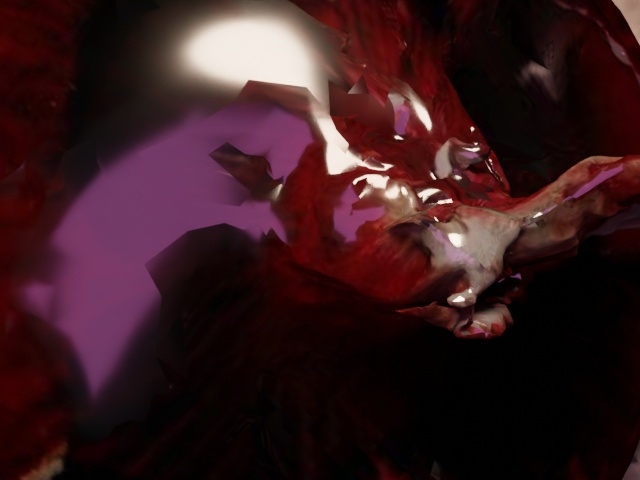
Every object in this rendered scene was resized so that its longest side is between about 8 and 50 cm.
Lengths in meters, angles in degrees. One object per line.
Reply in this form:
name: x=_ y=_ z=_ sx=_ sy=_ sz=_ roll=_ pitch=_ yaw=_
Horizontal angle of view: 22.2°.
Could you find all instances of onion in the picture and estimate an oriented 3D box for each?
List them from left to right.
onion: x=0.000 y=0.000 z=0.494 sx=0.273 sy=0.285 sz=0.273 roll=1 pitch=88 yaw=-22
